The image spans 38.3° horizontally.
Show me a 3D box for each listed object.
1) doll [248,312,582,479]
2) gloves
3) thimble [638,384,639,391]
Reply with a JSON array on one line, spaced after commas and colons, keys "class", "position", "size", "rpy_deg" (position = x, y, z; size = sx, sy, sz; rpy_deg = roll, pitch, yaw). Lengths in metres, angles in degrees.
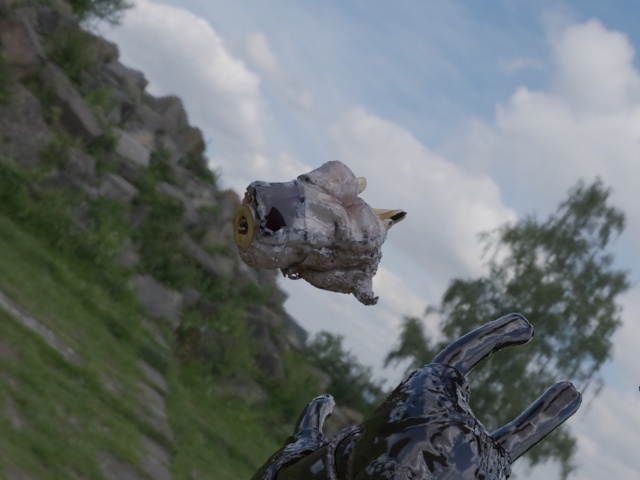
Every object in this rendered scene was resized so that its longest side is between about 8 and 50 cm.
[{"class": "doll", "position": [0.009, 0.099, 0.354], "size": [0.139, 0.165, 0.057], "rpy_deg": [-31, -87, 40]}, {"class": "gloves", "position": [-0.005, -0.007, 0.795], "size": [0.144, 0.110, 0.094], "rpy_deg": [20, -44, -16]}, {"class": "thimble", "position": [0.332, 0.094, 0.720], "size": [0.118, 0.127, 0.151], "rpy_deg": [30, 12, 19]}]
